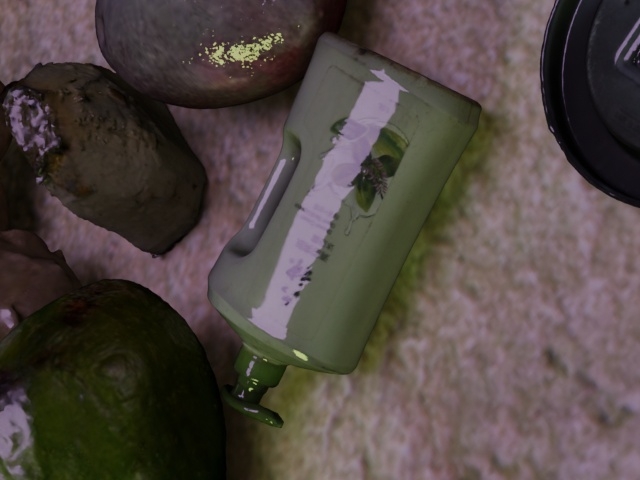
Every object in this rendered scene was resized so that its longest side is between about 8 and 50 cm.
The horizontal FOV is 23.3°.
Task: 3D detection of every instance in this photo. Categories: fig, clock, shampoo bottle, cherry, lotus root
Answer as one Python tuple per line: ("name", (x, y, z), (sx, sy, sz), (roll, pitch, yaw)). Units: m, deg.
("fig", (-0.113, 0.159, 0.945), (0.235, 0.203, 0.203), (43, 107, 17))
("clock", (0.206, -0.101, 0.833), (0.184, 0.040, 0.185), (-11, 72, 37))
("shampoo bottle", (0.000, 0.000, 0.943), (0.118, 0.087, 0.234), (31, 98, 36))
("cherry", (-0.063, -0.170, 1.011), (0.176, 0.140, 0.176), (-1, 88, 17))
("lotus root", (-0.146, -0.071, 1.055), (0.070, 0.144, 0.143), (-37, 66, 16))

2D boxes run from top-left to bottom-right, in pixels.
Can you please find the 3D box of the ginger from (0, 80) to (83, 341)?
("ginger", (-0.292, 0.013, 1.133), (0.244, 0.155, 0.304), (-34, 59, 24))
